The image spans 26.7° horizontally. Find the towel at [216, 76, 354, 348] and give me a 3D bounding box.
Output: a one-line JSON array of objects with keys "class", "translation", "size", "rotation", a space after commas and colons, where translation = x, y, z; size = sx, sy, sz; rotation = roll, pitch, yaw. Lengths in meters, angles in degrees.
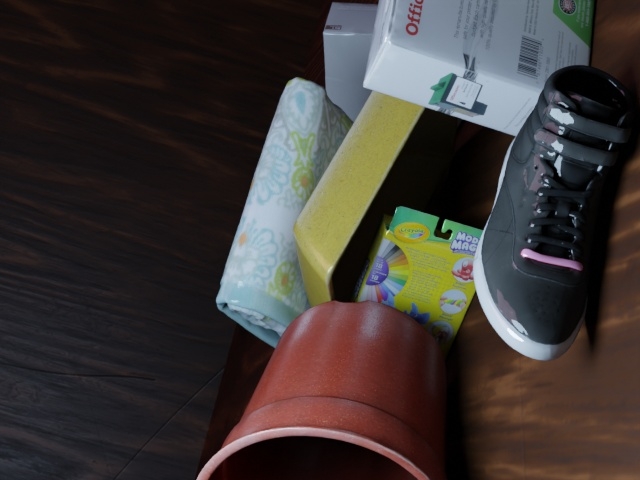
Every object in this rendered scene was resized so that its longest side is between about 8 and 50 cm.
[{"class": "towel", "translation": [0.000, 0.000, 1.857], "size": [0.374, 0.090, 0.320], "rotation": [42, -122, -57]}]

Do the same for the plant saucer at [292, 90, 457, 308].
[{"class": "plant saucer", "translation": [0.063, -0.053, 1.656], "size": [0.332, 0.081, 0.333], "rotation": [-61, -13, -17]}]

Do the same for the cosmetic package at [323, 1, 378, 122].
[{"class": "cosmetic package", "translation": [0.073, -0.243, 2.086], "size": [0.107, 0.127, 0.238], "rotation": [-77, -10, -52]}]

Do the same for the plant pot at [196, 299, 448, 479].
[{"class": "plant pot", "translation": [0.024, 0.218, 1.454], "size": [0.265, 0.272, 0.272], "rotation": [-73, 5, -55]}]

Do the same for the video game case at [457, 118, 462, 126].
[{"class": "video game case", "translation": [0.184, -0.274, 1.909], "size": [0.244, 0.061, 0.269], "rotation": [119, 164, -53]}]

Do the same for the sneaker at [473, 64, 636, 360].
[{"class": "sneaker", "translation": [0.211, -0.041, 1.201], "size": [0.147, 0.105, 0.295], "rotation": [109, 176, -49]}]

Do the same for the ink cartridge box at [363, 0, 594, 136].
[{"class": "ink cartridge box", "translation": [0.167, -0.213, 1.415], "size": [0.092, 0.220, 0.160], "rotation": [123, 162, -59]}]

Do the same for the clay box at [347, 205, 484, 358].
[{"class": "clay box", "translation": [0.106, 0.064, 1.574], "size": [0.053, 0.128, 0.222], "rotation": [-96, 25, -65]}]
